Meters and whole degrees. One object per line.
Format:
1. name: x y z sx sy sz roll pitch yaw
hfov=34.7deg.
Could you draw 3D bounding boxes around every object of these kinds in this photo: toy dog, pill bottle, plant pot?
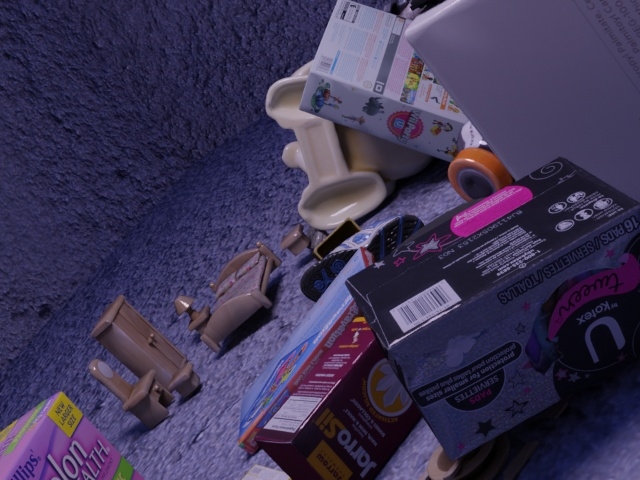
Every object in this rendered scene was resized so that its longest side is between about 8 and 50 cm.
1. toy dog: 0.086 -0.258 1.956 0.396 0.284 0.408 -23 18 10
2. pill bottle: 0.278 -0.153 1.440 0.245 0.130 0.130 -48 16 -30
3. plant pot: 0.036 0.023 1.632 0.081 0.081 0.083 -43 3 -13

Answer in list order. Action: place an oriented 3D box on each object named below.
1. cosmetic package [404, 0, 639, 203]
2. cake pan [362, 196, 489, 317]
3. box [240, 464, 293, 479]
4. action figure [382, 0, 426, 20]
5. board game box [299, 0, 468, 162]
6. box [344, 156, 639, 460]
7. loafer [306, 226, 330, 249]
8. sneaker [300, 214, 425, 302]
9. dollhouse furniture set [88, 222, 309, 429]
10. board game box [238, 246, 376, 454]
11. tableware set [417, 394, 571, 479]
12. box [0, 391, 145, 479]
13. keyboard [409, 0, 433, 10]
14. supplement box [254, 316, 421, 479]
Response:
1. cosmetic package: 0.379 -0.258 1.112 0.394 0.327 0.329 -27 20 45
2. cake pan: 0.150 0.046 1.320 0.293 0.054 0.293 -37 14 11
3. box: -0.098 0.329 1.118 0.179 0.043 0.105 -44 15 -23
4. action figure: 0.258 -0.448 1.964 0.179 0.330 0.341 -33 16 33
5. board game box: 0.141 -0.263 1.688 0.097 0.304 0.224 108 -179 -48
6. box: 0.176 0.059 0.940 0.247 0.142 0.163 -30 24 -1
7. loafer: 0.000 0.000 1.878 0.125 0.039 0.045 -135 62 -78
8. sneaker: 0.066 0.029 1.557 0.211 0.080 0.081 -28 9 5
9. dollhouse furniture set: -0.208 0.097 1.761 0.355 0.174 0.303 -41 14 16
10. board game box: -0.016 0.142 1.360 0.281 0.027 0.145 -52 11 12
11. tableware set: 0.164 0.162 0.967 0.194 0.039 0.128 -47 16 -24
12. box: -0.290 0.337 1.167 0.117 0.243 0.213 -35 15 19
13. keyboard: 0.174 -0.306 1.079 0.180 0.023 0.108 -20 33 52
14. supplement box: 0.035 0.181 1.101 0.188 0.104 0.081 -48 18 -27
